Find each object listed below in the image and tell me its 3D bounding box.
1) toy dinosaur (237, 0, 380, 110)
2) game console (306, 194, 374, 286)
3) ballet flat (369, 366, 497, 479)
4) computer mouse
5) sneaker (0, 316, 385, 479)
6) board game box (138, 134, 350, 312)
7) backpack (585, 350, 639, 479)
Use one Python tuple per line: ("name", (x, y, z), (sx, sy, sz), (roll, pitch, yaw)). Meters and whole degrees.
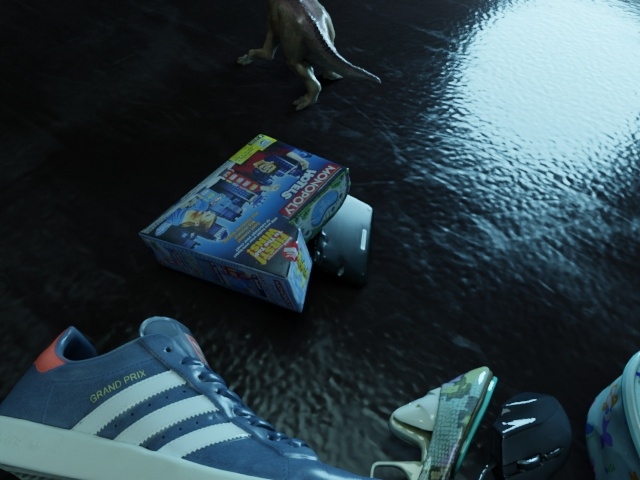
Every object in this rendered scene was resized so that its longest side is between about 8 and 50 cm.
("toy dinosaur", (-0.036, -0.329, 0.779), (0.127, 0.200, 0.296), (-29, 57, -22))
("game console", (0.000, 0.000, 0.635), (0.107, 0.071, 0.122), (25, 49, -19))
("ballet flat", (0.084, 0.192, 0.444), (0.079, 0.077, 0.221), (18, 57, 18))
("computer mouse", (0.138, 0.181, 0.406), (0.041, 0.071, 0.242), (1, 11, 45))
("sneaker", (-0.098, 0.142, 0.430), (0.350, 0.131, 0.148), (8, 53, 13))
("board game box", (-0.061, -0.015, 0.579), (0.194, 0.060, 0.194), (29, 62, 35))
("backpack", (0.351, 0.171, 0.397), (0.253, 0.191, 0.225), (-5, 52, 2))
